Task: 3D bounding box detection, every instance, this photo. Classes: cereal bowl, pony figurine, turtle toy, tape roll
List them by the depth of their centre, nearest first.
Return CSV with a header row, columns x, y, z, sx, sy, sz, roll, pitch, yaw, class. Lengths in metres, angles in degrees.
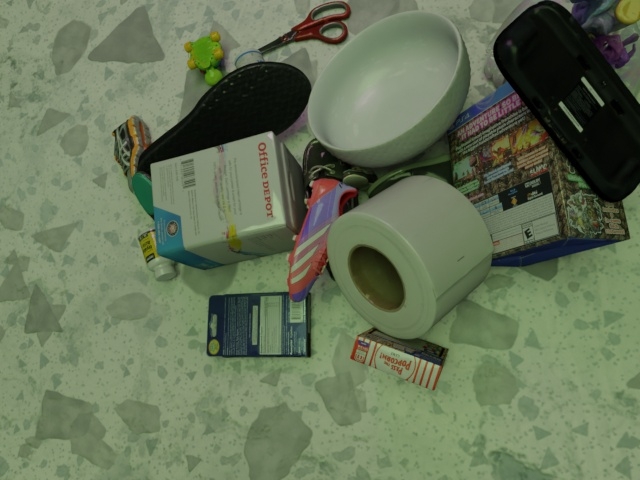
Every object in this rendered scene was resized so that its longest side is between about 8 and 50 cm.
x,y,z,sx,sy,sz,roll,pitch,yaw,class
0.152,0.028,0.894,0.169,0.246,0.246,-31,68,-32,tape roll
0.503,-0.415,0.905,0.302,0.363,0.351,31,103,11,pony figurine
0.147,-0.285,1.017,0.338,0.141,0.339,-19,55,29,cereal bowl
-0.273,-0.439,1.228,0.095,0.066,0.130,-16,75,11,turtle toy

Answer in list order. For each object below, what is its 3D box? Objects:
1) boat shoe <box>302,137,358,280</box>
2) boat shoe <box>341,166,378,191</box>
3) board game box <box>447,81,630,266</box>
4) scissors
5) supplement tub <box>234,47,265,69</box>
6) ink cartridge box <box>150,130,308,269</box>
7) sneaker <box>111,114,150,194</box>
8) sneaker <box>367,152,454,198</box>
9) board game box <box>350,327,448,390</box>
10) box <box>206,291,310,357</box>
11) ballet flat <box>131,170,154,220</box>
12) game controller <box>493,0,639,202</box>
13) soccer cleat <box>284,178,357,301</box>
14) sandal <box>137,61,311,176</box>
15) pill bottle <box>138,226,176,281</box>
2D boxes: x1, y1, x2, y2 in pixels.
x,y,z,sx,sy,sz,roll,pitch,yaw,class
0.026,-0.077,1.054,0.112,0.095,0.335,-15,75,11,boat shoe
0.081,-0.130,1.032,0.049,0.137,0.043,-18,79,29,boat shoe
0.364,-0.116,0.886,0.141,0.232,0.291,2,76,-25,board game box
-0.070,-0.501,1.216,0.297,0.021,0.109,-8,79,14,scissors
-0.154,-0.389,1.184,0.071,0.071,0.107,-26,74,8,supplement tub
-0.178,-0.072,1.053,0.270,0.197,0.198,-12,75,12,ink cartridge box
-0.456,-0.197,1.222,0.083,0.084,0.215,-20,65,13,sneaker
0.211,-0.093,1.015,0.222,0.083,0.118,-19,74,9,sneaker
0.149,0.203,0.907,0.146,0.193,0.045,18,92,18,board game box
-0.132,0.180,1.071,0.225,0.036,0.137,-3,77,13,box
-0.353,-0.069,1.148,0.074,0.074,0.203,-33,93,6,ballet flat
0.397,-0.213,0.771,0.166,0.067,0.319,-43,96,-14,game controller
0.000,0.000,0.960,0.095,0.083,0.248,12,78,13,soccer cleat
-0.228,-0.265,1.127,0.445,0.167,0.107,-29,41,14,sandal
-0.370,0.032,1.152,0.065,0.065,0.116,-27,73,8,pill bottle
